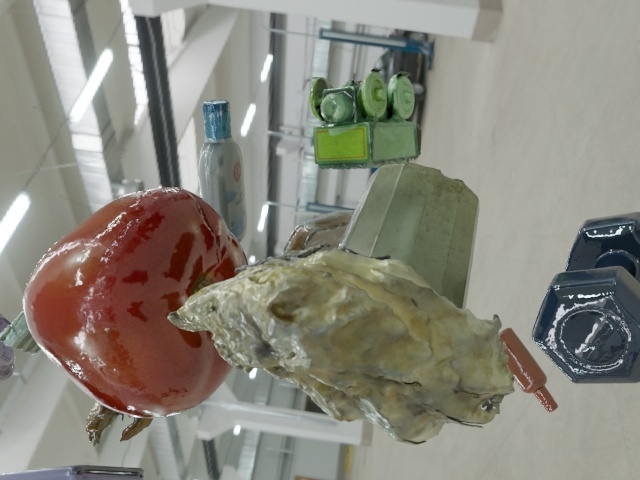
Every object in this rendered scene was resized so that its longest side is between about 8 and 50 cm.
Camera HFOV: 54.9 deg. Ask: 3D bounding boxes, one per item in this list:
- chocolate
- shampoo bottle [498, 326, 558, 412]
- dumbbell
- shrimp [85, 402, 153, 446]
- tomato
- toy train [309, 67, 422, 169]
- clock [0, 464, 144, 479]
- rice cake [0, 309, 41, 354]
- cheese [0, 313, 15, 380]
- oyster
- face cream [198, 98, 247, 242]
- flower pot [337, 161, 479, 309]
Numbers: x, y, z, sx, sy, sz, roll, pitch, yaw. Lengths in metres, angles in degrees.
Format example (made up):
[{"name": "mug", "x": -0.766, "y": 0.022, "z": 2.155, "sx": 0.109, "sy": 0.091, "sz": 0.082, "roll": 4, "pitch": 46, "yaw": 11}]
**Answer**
[{"name": "chocolate", "x": 0.000, "y": -0.002, "z": 1.339, "sx": 0.254, "sy": 0.080, "sz": 0.156, "roll": -17, "pitch": -35, "yaw": -51}, {"name": "shampoo bottle", "x": 0.558, "y": 0.356, "z": 1.678, "sx": 0.244, "sy": 0.086, "sz": 0.085, "roll": 56, "pitch": 170, "yaw": 15}, {"name": "dumbbell", "x": 0.407, "y": 0.069, "z": 0.869, "sx": 0.325, "sy": 0.160, "sz": 0.144, "roll": -34, "pitch": -72, "yaw": -53}, {"name": "shrimp", "x": -0.447, "y": 0.385, "z": 1.384, "sx": 0.187, "sy": 0.133, "sz": 0.051, "roll": -56, "pitch": -18, "yaw": -35}, {"name": "tomato", "x": -0.226, "y": 0.080, "z": 0.779, "sx": 0.299, "sy": 0.227, "sz": 0.298, "roll": -5, "pitch": -90, "yaw": -70}, {"name": "toy train", "x": 0.089, "y": -0.233, "z": 1.217, "sx": 0.272, "sy": 0.159, "sz": 0.188, "roll": -19, "pitch": -73, "yaw": -57}, {"name": "clock", "x": -0.381, "y": 0.394, "z": 0.953, "sx": 0.193, "sy": 0.145, "sz": 0.073, "roll": 53, "pitch": -150, "yaw": -63}, {"name": "rice cake", "x": -0.469, "y": 0.106, "z": 1.101, "sx": 0.211, "sy": 0.038, "sz": 0.124, "roll": -55, "pitch": -7, "yaw": -16}, {"name": "cheese", "x": -0.634, "y": 0.210, "z": 1.204, "sx": 0.105, "sy": 0.042, "sz": 0.191, "roll": 53, "pitch": -173, "yaw": -25}, {"name": "oyster", "x": 0.023, "y": 0.068, "z": 0.385, "sx": 0.133, "sy": 0.209, "sz": 0.072, "roll": -49, "pitch": 6, "yaw": 21}, {"name": "face cream", "x": -0.226, "y": -0.151, "z": 1.412, "sx": 0.163, "sy": 0.080, "sz": 0.336, "roll": -58, "pitch": -30, "yaw": -64}, {"name": "flower pot", "x": 0.107, "y": 0.029, "z": 0.757, "sx": 0.212, "sy": 0.213, "sz": 0.202, "roll": 93, "pitch": -162, "yaw": -69}]
